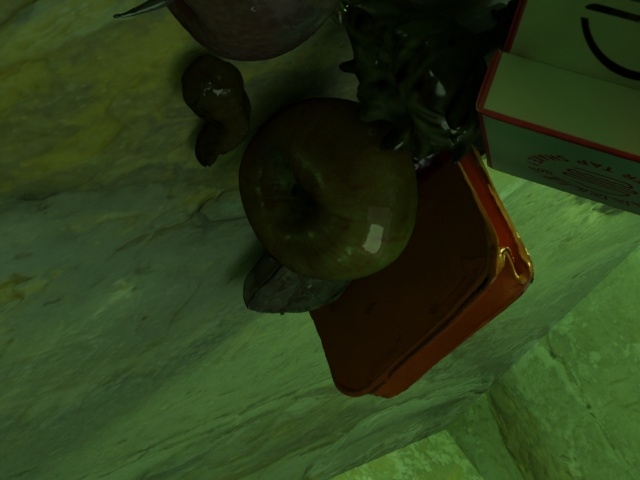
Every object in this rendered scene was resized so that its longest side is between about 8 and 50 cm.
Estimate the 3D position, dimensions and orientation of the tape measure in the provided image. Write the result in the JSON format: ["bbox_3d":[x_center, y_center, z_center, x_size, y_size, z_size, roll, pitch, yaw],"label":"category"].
[{"bbox_3d":[0.209,-0.267,1.782,0.178,0.105,0.196,-19,173,12],"label":"tape measure"}]

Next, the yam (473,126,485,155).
[{"bbox_3d":[0.233,-0.196,2.076,0.061,0.061,0.274,-39,159,4],"label":"yam"}]

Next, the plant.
[{"bbox_3d":[0.189,-0.252,1.567,0.333,0.251,0.180,-30,176,-16],"label":"plant"}]

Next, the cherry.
[{"bbox_3d":[-0.070,-0.278,1.143,0.285,0.213,0.236,-42,171,-16],"label":"cherry"}]

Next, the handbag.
[{"bbox_3d":[0.145,0.053,2.100,0.116,0.304,0.410,10,137,-43],"label":"handbag"}]

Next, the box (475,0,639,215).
[{"bbox_3d":[0.385,-0.209,1.536,0.312,0.314,0.300,40,69,-77],"label":"box"}]

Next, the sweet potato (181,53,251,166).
[{"bbox_3d":[-0.124,-0.159,1.542,0.081,0.062,0.233,-18,161,-7],"label":"sweet potato"}]

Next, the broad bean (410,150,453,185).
[{"bbox_3d":[0.119,-0.146,1.888,0.228,0.122,0.156,-33,156,-17],"label":"broad bean"}]

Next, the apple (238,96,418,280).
[{"bbox_3d":[0.016,-0.070,1.683,0.194,0.261,0.261,-19,154,-53],"label":"apple"}]

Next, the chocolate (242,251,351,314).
[{"bbox_3d":[0.000,0.000,2.048,0.185,0.100,0.303,4,134,-46],"label":"chocolate"}]
